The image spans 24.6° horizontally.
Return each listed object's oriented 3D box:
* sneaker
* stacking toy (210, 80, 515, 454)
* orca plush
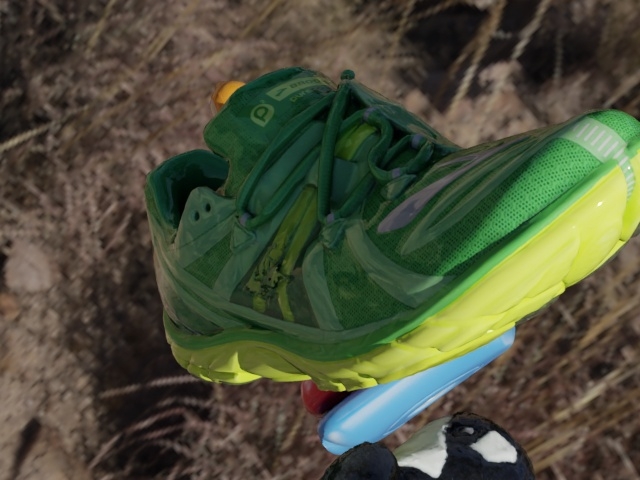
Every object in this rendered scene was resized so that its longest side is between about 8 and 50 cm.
[{"bbox_3d":[0.007,-0.011,0.588,0.109,0.295,0.124,-29,100,-36],"label":"sneaker"},{"bbox_3d":[0.000,0.000,1.137,0.302,0.165,0.175,55,9,10],"label":"stacking toy"},{"bbox_3d":[0.046,0.173,0.632,0.287,0.102,0.151,-29,117,-55],"label":"orca plush"}]
